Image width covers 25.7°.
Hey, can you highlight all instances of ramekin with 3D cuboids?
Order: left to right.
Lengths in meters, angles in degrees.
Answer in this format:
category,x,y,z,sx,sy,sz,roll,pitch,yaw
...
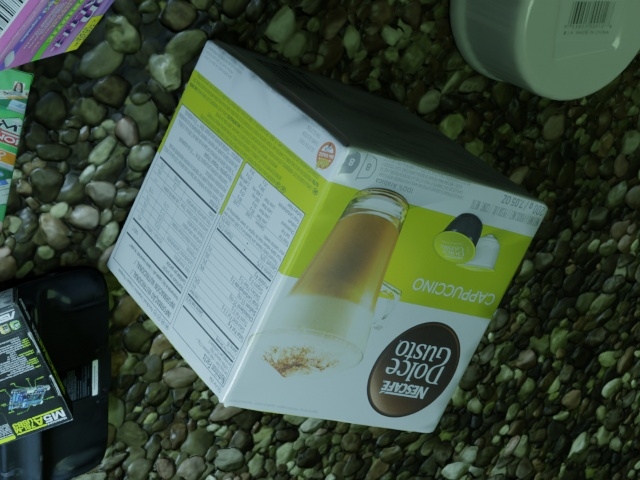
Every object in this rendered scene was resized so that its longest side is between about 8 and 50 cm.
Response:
category,x,y,z,sx,sy,sz,roll,pitch,yaw
ramekin,0.323,-0.323,1.892,0.277,0.135,0.277,-17,126,-26

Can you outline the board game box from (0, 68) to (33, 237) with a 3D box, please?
category,x,y,z,sx,sy,sz,roll,pitch,yaw
board game box,-0.469,-0.108,1.452,0.317,0.046,0.213,13,84,-33

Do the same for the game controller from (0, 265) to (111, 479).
category,x,y,z,sx,sy,sz,roll,pitch,yaw
game controller,-0.344,0.183,1.791,0.166,0.067,0.319,-22,129,-41

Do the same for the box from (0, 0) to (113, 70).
category,x,y,z,sx,sy,sz,roll,pitch,yaw
box,-0.266,-0.292,1.389,0.117,0.243,0.213,41,107,-1

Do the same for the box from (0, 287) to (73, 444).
category,x,y,z,sx,sy,sz,roll,pitch,yaw
box,-0.417,0.168,1.681,0.190,0.045,0.184,-20,123,-1

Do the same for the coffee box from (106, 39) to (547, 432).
category,x,y,z,sx,sy,sz,roll,pitch,yaw
coffee box,0.000,0.000,1.721,0.337,0.338,0.334,14,108,-39
